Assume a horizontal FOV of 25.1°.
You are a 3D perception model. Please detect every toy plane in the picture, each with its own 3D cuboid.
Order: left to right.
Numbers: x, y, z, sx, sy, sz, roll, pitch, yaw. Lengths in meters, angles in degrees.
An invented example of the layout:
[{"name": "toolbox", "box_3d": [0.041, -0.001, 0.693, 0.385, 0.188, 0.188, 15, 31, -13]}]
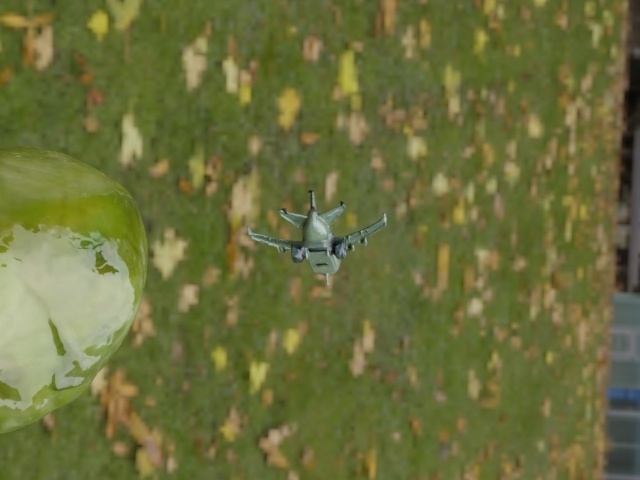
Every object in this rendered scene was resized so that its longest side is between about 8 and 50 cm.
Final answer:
[{"name": "toy plane", "box_3d": [0.000, 0.002, 0.836, 0.083, 0.080, 0.033, 74, 11, -60]}]

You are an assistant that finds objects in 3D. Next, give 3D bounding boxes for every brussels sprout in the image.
[{"name": "brussels sprout", "box_3d": [-0.213, 0.017, 0.905, 0.223, 0.223, 0.161, -79, 169, -46]}]
